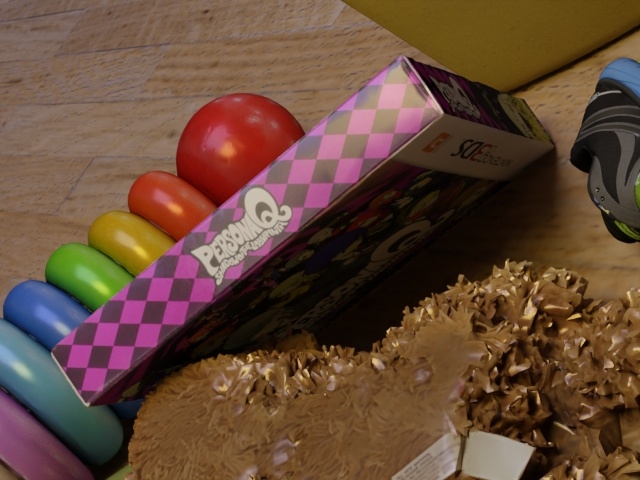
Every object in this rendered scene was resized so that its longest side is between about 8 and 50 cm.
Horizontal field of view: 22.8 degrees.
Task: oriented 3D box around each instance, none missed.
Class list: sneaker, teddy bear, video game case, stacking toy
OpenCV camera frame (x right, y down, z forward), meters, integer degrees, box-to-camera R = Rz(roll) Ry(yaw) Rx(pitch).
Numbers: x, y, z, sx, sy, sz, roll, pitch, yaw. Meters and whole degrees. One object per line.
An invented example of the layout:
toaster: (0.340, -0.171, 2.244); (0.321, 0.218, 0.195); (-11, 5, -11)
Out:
sneaker: (0.174, -0.023, 0.748); (0.078, 0.067, 0.188); (-61, 26, 15)
teddy bear: (0.062, 0.109, 0.709); (0.338, 0.113, 0.245); (-22, 45, 27)
video game case: (0.000, 0.000, 0.834); (0.232, 0.042, 0.210); (-39, -15, 16)
stacking toy: (-0.125, 0.040, 1.024); (0.330, 0.141, 0.141); (-49, 28, -15)

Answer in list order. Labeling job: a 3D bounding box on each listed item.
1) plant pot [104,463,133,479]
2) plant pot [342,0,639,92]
plant pot: (-0.104, 0.160, 0.892); (0.079, 0.083, 0.083); (-43, 27, -14)
plant pot: (0.103, -0.217, 0.937); (0.187, 0.212, 0.212); (-47, 26, 31)
